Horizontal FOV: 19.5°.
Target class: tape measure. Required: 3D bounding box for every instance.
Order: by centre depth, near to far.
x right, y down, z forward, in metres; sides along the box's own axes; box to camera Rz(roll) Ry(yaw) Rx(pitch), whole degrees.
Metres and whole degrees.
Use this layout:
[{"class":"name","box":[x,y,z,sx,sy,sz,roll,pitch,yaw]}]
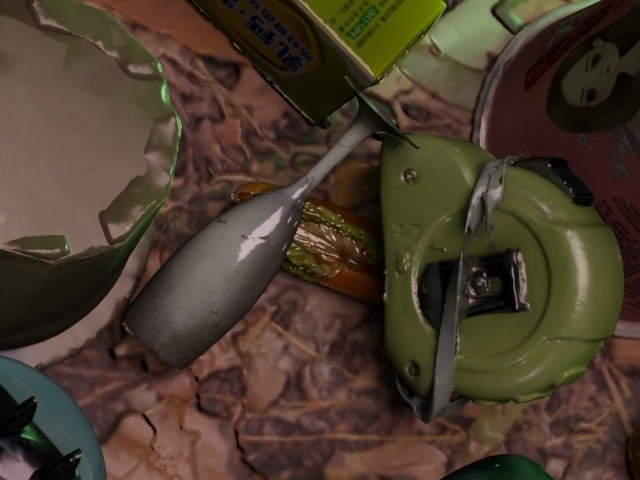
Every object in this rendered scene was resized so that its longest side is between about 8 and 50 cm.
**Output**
[{"class":"tape measure","box":[0.104,0.023,1.126,0.087,0.154,0.177,-2,92,-65]}]

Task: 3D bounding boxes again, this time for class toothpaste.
[{"class":"toothpaste","box":[-0.074,-0.219,1.151,0.327,0.110,0.077,45,66,-7]}]

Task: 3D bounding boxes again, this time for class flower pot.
[{"class":"flower pot","box":[-0.175,-0.044,1.034,0.212,0.202,0.212,5,75,-17]}]

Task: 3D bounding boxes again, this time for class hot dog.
[{"class":"hot dog","box":[0.000,0.000,1.169,0.133,0.041,0.056,24,72,-14]}]

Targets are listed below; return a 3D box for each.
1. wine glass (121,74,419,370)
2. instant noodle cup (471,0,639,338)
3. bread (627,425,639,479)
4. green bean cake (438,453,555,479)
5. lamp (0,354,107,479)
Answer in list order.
[{"class":"wine glass","box":[-0.031,-0.006,1.107,0.066,0.066,0.198,43,97,-7]},{"class":"instant noodle cup","box":[0.247,-0.073,1.174,0.243,0.231,0.243,4,77,-18]},{"class":"bread","box":[0.242,0.145,1.226,0.081,0.046,0.083,17,72,-19]},{"class":"green bean cake","box":[0.033,0.301,0.982,0.308,0.169,0.300,-18,124,-16]},{"class":"lamp","box":[-0.237,0.177,0.988,0.284,0.147,0.209,-42,97,-14]}]
